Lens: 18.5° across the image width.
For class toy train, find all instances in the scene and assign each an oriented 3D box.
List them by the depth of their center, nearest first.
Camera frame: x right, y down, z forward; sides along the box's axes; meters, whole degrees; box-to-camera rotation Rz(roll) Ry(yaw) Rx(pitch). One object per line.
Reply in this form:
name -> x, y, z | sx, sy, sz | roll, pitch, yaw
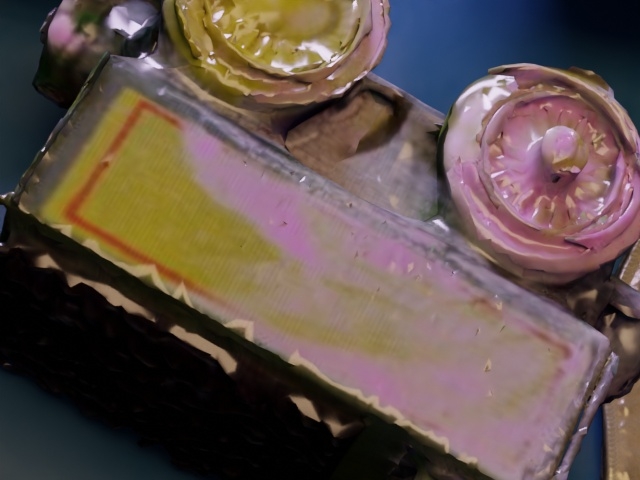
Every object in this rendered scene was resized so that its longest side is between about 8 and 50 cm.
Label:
toy train -> 0.000, 0.000, 0.710 | 0.261, 0.134, 0.177 | 30, 61, 0

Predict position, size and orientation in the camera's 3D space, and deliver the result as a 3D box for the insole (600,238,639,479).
insole -> 0.146, 0.079, 0.784 | 0.081, 0.011, 0.248 | 17, 62, -8
